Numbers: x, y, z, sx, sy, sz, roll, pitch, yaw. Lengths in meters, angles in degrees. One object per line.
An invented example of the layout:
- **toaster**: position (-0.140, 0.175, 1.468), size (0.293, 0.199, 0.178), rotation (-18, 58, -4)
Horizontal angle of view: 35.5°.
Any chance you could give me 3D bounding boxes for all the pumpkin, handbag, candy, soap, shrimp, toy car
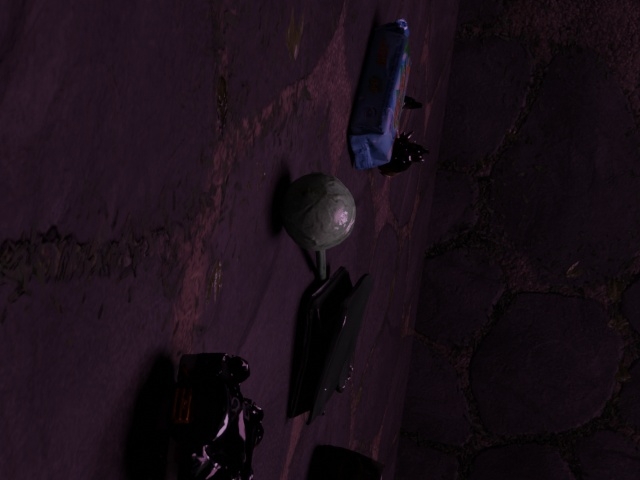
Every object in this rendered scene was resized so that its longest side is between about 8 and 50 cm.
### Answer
- **pumpkin**: position (0.048, 0.554, 2.230), size (0.312, 0.148, 0.169), rotation (87, 25, -77)
- **handbag**: position (0.019, 0.199, 1.914), size (0.247, 0.079, 0.260), rotation (-44, 148, -67)
- **candy**: position (0.000, 0.000, 1.680), size (0.440, 0.119, 0.119), rotation (84, 19, -73)
- **soap**: position (0.126, -0.295, 2.009), size (0.156, 0.077, 0.293), rotation (63, 39, -71)
- **shrimp**: position (0.177, -0.228, 2.140), size (0.289, 0.075, 0.178), rotation (168, -75, -84)
- **toy car**: position (-0.131, 0.252, 1.202), size (0.301, 0.118, 0.193), rotation (77, 14, -58)
